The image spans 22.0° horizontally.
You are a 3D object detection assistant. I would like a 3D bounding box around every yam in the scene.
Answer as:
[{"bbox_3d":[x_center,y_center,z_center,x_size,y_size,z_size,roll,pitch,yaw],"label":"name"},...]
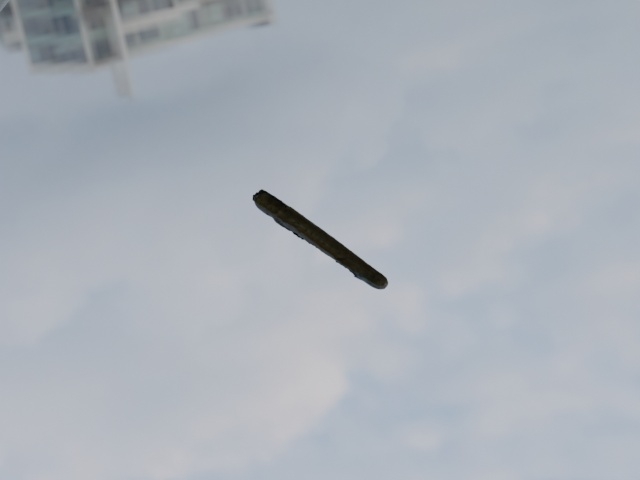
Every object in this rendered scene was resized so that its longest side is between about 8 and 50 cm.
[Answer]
[{"bbox_3d":[0.000,0.000,1.085,0.107,0.014,0.014,35,-156,-3],"label":"yam"}]

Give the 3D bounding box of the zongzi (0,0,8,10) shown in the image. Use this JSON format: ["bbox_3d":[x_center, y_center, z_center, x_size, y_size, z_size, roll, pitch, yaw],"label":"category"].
[{"bbox_3d":[-0.464,-0.259,1.376,0.384,0.362,0.319,-2,-144,40],"label":"zongzi"}]
